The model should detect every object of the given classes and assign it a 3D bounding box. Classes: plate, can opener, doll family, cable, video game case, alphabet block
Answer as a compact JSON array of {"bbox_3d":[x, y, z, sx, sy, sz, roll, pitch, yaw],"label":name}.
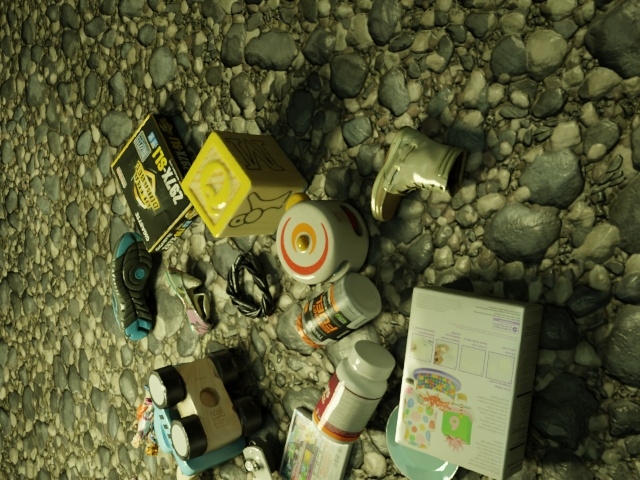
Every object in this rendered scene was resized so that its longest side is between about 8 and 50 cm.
[{"bbox_3d":[0.225,0.436,1.469,0.188,0.024,0.188,4,96,39],"label":"plate"},{"bbox_3d":[-0.123,0.648,1.745,0.074,0.093,0.280,-20,89,41],"label":"can opener"},{"bbox_3d":[-0.480,0.535,1.981,0.263,0.118,0.163,-177,103,-76],"label":"doll family"},{"bbox_3d":[-0.192,0.131,1.788,0.150,0.047,0.184,-42,67,34],"label":"cable"},{"bbox_3d":[-0.015,0.542,1.680,0.183,0.023,0.201,25,109,36],"label":"video game case"},{"bbox_3d":[-0.187,-0.137,1.669,0.193,0.197,0.192,52,122,26],"label":"alphabet block"}]

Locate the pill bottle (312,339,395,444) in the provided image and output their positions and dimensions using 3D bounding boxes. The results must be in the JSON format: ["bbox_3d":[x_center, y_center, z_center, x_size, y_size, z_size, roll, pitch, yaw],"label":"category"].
[{"bbox_3d":[0.076,0.340,1.525,0.121,0.121,0.221,39,116,32],"label":"pill bottle"}]

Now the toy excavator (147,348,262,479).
[{"bbox_3d":[-0.341,0.574,1.868,0.432,0.222,0.445,61,140,19],"label":"toy excavator"}]

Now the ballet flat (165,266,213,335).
[{"bbox_3d":[-0.361,0.159,1.925,0.079,0.077,0.221,-31,77,18],"label":"ballet flat"}]

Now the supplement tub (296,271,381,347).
[{"bbox_3d":[0.038,0.164,1.550,0.190,0.117,0.117,-39,68,35],"label":"supplement tub"}]

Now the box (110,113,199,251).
[{"bbox_3d":[-0.474,-0.168,1.990,0.257,0.079,0.322,-40,67,32],"label":"box"}]

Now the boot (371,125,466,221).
[{"bbox_3d":[0.204,-0.116,1.421,0.165,0.077,0.213,29,108,33],"label":"boot"}]

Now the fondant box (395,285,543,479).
[{"bbox_3d":[0.289,0.269,1.341,0.238,0.096,0.330,9,93,39],"label":"fondant box"}]

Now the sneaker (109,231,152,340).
[{"bbox_3d":[-0.592,0.131,2.058,0.140,0.125,0.340,27,118,49],"label":"sneaker"}]

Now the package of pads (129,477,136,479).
[{"bbox_3d":[-0.598,0.812,2.181,0.083,0.032,0.050,53,124,25],"label":"package of pads"}]

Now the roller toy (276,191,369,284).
[{"bbox_3d":[0.000,0.000,1.552,0.191,0.146,0.209,11,99,39],"label":"roller toy"}]
